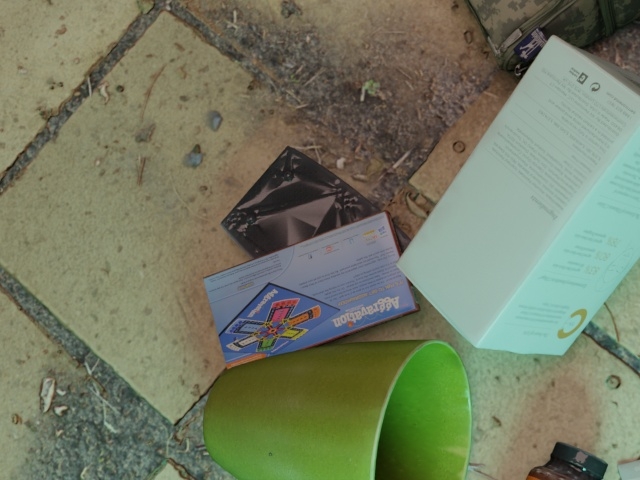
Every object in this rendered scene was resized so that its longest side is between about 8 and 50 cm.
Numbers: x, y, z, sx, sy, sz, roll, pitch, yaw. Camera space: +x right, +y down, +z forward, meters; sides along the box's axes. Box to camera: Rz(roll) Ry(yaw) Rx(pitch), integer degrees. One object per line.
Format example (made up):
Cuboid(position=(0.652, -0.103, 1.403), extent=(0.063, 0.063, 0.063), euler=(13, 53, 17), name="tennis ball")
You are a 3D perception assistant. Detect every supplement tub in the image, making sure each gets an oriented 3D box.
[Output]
Cuboid(position=(0.289, 0.355, 1.404), extent=(0.106, 0.106, 0.198), euler=(21, 80, 18), name="supplement tub")

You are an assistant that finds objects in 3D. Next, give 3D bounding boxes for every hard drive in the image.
Cuboid(position=(0.000, 0.000, 1.601), extent=(0.254, 0.054, 0.172), euler=(39, 86, 19), name="hard drive")

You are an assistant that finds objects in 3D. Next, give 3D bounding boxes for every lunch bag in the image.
Cuboid(position=(0.305, -0.405, 1.568), extent=(0.256, 0.212, 0.305), euler=(-30, 71, 11), name="lunch bag")

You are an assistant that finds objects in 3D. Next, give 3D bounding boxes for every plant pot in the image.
Cuboid(position=(0.005, 0.248, 1.441), extent=(0.293, 0.275, 0.275), euler=(4, 75, 31), name="plant pot")

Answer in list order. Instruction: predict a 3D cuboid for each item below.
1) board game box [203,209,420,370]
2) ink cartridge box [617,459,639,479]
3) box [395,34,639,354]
Cuboid(position=(-0.016, 0.074, 1.544), extent=(0.281, 0.027, 0.145), euler=(-20, 75, 14), name="board game box")
Cuboid(position=(0.527, 0.360, 1.374), extent=(0.275, 0.060, 0.239), euler=(-15, 46, 9), name="ink cartridge box")
Cuboid(position=(0.293, -0.044, 1.382), extent=(0.168, 0.215, 0.345), euler=(47, 113, 35), name="box")
